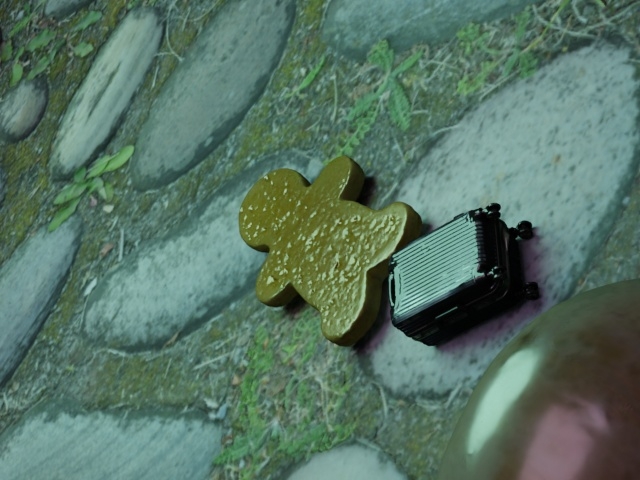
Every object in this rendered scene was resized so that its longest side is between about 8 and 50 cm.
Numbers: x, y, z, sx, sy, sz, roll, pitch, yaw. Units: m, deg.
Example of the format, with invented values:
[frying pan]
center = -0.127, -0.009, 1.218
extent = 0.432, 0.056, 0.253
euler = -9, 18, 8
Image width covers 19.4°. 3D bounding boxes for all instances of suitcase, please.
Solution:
[suitcase]
center = 0.116, 0.031, 1.564
extent = 0.126, 0.059, 0.086
euler = -30, 46, 35

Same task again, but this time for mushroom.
[mushroom]
center = 0.220, 0.174, 1.221
extent = 0.290, 0.297, 0.298
euler = 111, -176, -82

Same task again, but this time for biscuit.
[biscuit]
center = 0.001, 0.001, 1.728
extent = 0.158, 0.035, 0.240
euler = -55, 38, 1
